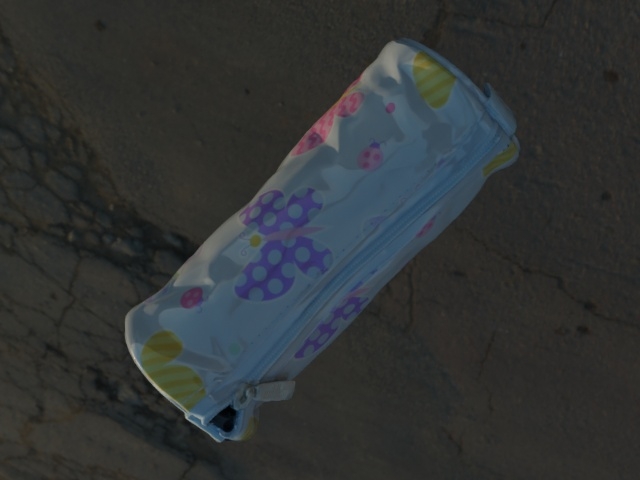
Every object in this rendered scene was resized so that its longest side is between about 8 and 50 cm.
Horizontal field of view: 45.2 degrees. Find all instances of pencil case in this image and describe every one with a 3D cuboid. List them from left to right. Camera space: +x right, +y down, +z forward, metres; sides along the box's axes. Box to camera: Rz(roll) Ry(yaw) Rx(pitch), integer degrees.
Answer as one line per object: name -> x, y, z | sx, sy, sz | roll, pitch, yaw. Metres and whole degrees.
pencil case -> 0.000, 0.000, 0.491 | 0.113, 0.273, 0.124 | 44, 178, -15
